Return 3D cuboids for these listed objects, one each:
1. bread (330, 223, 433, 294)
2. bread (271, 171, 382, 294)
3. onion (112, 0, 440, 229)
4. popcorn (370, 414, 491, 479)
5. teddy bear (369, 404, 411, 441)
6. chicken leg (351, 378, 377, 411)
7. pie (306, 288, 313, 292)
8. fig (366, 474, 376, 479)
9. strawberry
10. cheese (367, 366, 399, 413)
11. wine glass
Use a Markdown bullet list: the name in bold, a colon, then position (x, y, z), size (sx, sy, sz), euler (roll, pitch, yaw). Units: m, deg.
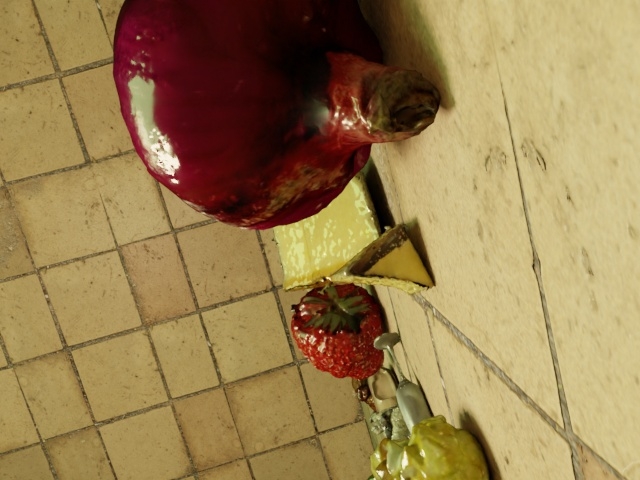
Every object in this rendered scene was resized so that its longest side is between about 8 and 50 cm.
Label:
- **bread**: position (0.097, 0.049, 0.933), size (0.147, 0.152, 0.127), euler (129, 117, -83)
- **bread**: position (0.003, -0.008, 1.206), size (0.315, 0.278, 0.249), euler (44, -145, -74)
- **onion**: position (-0.043, -0.177, 0.726), size (0.420, 0.398, 0.399), euler (36, 149, 44)
- **popcorn**: position (0.172, 0.380, 0.910), size (0.198, 0.212, 0.198), euler (4, -90, -68)
- **teddy bear**: position (0.188, 0.448, 1.390), size (0.213, 0.133, 0.111), euler (-162, 82, -75)
- **chicken leg**: position (0.168, 0.509, 1.858), size (0.323, 0.082, 0.177), euler (55, -172, -42)
- **pie**: position (0.000, 0.000, 1.660), size (0.337, 0.075, 0.338), euler (16, -90, -83)
- **fig**: position (0.215, 0.705, 1.696), size (0.117, 0.177, 0.117), euler (-7, -90, -78)
- **strawberry**: position (0.054, 0.252, 1.549), size (0.261, 0.260, 0.258), euler (-111, 14, -48)
- **cheese**: position (0.204, 0.493, 1.695), size (0.286, 0.082, 0.163), euler (74, 179, -47)
- **wine glass**: position (0.194, 0.336, 1.277), size (0.074, 0.074, 0.262), euler (79, 173, -51)
